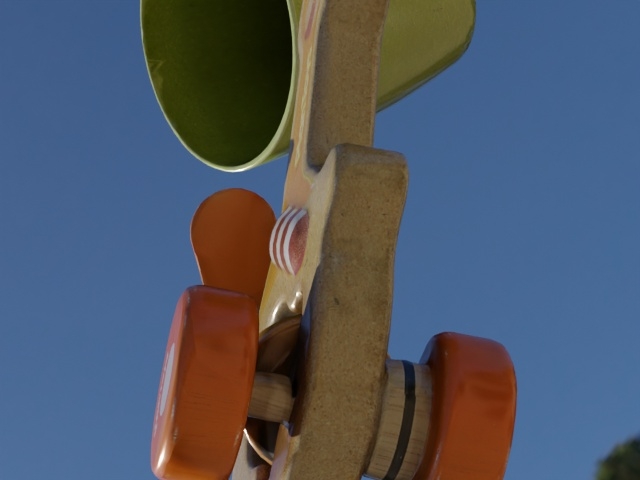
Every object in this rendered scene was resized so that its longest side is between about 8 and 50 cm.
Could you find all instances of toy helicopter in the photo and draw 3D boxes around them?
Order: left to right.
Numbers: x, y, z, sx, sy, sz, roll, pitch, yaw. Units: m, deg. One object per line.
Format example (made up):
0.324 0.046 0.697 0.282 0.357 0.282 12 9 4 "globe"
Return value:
0.000 0.000 0.789 0.140 0.355 0.235 10 -28 -8 "toy helicopter"

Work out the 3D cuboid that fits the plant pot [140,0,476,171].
0.011 -0.227 1.650 0.293 0.275 0.275 -12 -52 -36 "plant pot"
